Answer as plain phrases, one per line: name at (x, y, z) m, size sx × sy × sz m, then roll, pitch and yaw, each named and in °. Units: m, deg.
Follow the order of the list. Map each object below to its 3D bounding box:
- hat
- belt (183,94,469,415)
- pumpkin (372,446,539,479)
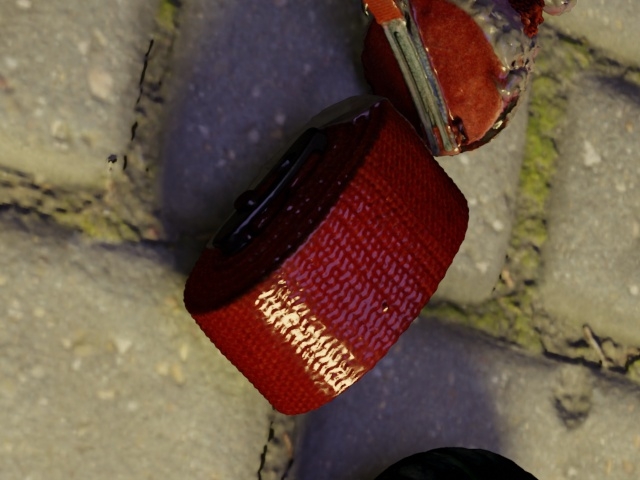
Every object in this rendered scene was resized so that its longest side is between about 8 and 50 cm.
hat at (0.116, -0.156, 1.348) m, size 0.140 × 0.129 × 0.227 m, roll 52°, pitch 42°, yaw -1°
belt at (0.000, 0.000, 1.228) m, size 0.124 × 0.128 × 0.201 m, roll 48°, pitch 64°, yaw -23°
pumpkin at (0.090, 0.237, 1.266) m, size 0.202 × 0.140 × 0.202 m, roll 5°, pitch 81°, yaw -33°
